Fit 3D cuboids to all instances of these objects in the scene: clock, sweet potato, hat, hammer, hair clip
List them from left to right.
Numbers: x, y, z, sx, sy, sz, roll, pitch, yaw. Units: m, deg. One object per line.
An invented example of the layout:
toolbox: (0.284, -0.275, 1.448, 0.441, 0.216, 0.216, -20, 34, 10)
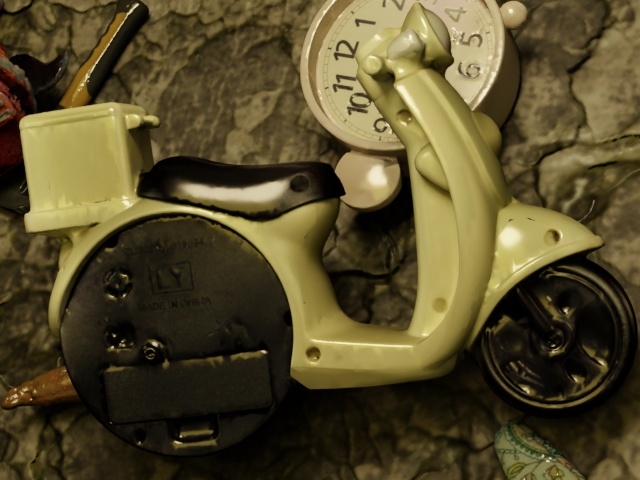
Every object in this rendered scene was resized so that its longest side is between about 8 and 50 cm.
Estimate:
hat: (-0.288, -0.133, 1.212, 0.140, 0.129, 0.227, -51, 26, 29)
hammer: (-0.197, -0.108, 1.209, 0.078, 0.021, 0.201, 29, 83, 29)
sweet potato: (-0.131, 0.080, 1.089, 0.214, 0.050, 0.050, -29, 61, 12)
clock: (0.000, 0.000, 0.984, 0.379, 0.120, 0.276, -11, 91, 10)
clock: (0.068, -0.123, 1.085, 0.155, 0.063, 0.229, 11, 76, 23)
hair clip: (0.172, 0.198, 0.920, 0.066, 0.036, 0.229, -33, 60, -1)
